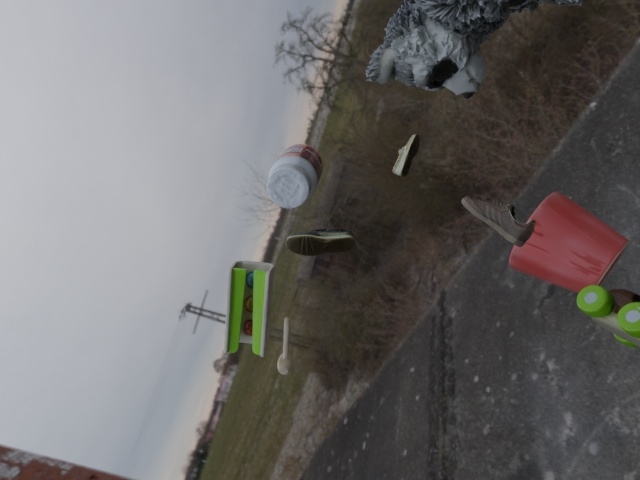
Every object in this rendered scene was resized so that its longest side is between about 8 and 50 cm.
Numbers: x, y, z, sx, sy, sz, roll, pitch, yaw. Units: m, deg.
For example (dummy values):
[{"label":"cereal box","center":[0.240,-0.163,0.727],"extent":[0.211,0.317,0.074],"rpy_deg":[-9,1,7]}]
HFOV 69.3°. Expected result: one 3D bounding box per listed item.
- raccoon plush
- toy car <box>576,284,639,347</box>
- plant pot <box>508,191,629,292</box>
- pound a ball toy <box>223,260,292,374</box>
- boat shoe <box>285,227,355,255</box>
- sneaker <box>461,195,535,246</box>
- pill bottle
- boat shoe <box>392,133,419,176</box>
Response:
[{"label":"raccoon plush","center":[0.175,-0.430,0.640],"extent":[0.299,0.216,0.445],"rpy_deg":[-7,95,50]},{"label":"toy car","center":[0.555,0.085,0.758],"extent":[0.188,0.155,0.149],"rpy_deg":[-56,25,2]},{"label":"plant pot","center":[0.755,0.026,1.402],"extent":[0.275,0.243,0.274],"rpy_deg":[-34,-37,-30]},{"label":"pound a ball toy","center":[-0.177,0.232,1.426],"extent":[0.135,0.208,0.318],"rpy_deg":[-76,-9,-77]},{"label":"boat shoe","center":[0.000,0.000,1.028],"extent":[0.049,0.152,0.056],"rpy_deg":[-88,0,-54]},{"label":"sneaker","center":[0.424,-0.064,1.101],"extent":[0.188,0.066,0.071],"rpy_deg":[47,115,35]},{"label":"pill bottle","center":[-0.063,-0.164,1.170],"extent":[0.221,0.121,0.121],"rpy_deg":[-74,1,-66]},{"label":"boat shoe","center":[0.254,-0.257,1.381],"extent":[0.050,0.045,0.135],"rpy_deg":[32,-99,-51]}]
